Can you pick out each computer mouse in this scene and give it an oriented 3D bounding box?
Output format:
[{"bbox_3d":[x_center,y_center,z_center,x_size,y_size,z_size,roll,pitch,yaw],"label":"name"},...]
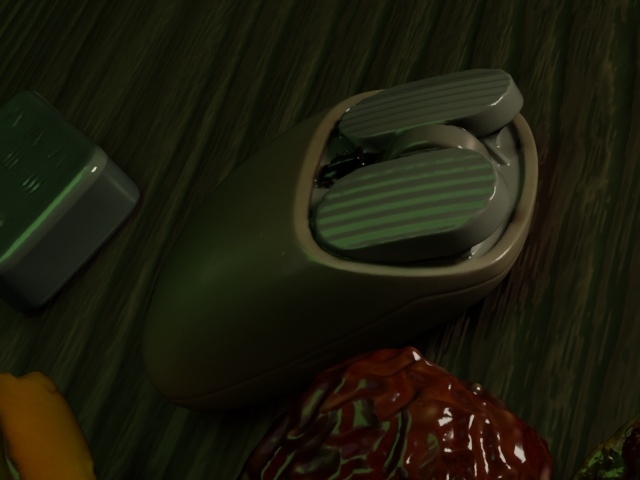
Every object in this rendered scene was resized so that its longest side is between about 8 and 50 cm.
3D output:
[{"bbox_3d":[0.000,0.000,0.767,0.236,0.082,0.145,-27,31,35],"label":"computer mouse"}]

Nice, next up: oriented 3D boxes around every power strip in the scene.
[{"bbox_3d":[-0.243,-0.011,1.160,0.193,0.059,0.265,-47,27,-4],"label":"power strip"}]

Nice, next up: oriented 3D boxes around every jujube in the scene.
[{"bbox_3d":[0.008,0.124,0.552,0.176,0.109,0.112,-57,3,1],"label":"jujube"}]

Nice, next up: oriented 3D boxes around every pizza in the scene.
[{"bbox_3d":[0.122,0.077,0.539,0.083,0.025,0.078,-38,25,14],"label":"pizza"}]

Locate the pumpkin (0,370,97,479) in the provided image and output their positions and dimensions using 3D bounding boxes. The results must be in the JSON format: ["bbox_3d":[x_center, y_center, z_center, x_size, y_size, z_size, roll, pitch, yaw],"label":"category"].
[{"bbox_3d":[-0.168,0.206,0.693,0.258,0.095,0.290,-56,24,7],"label":"pumpkin"}]
